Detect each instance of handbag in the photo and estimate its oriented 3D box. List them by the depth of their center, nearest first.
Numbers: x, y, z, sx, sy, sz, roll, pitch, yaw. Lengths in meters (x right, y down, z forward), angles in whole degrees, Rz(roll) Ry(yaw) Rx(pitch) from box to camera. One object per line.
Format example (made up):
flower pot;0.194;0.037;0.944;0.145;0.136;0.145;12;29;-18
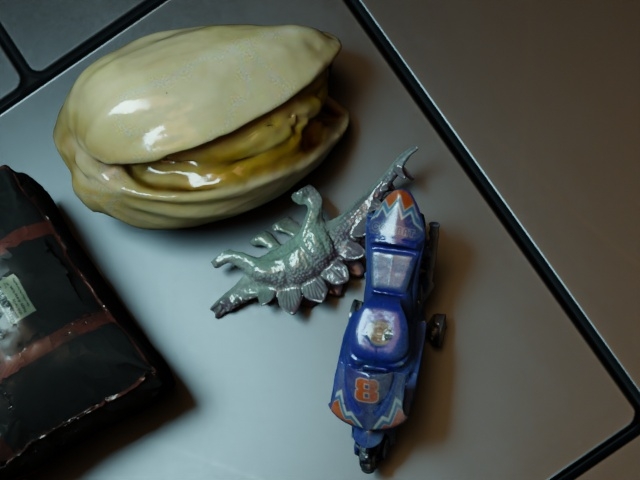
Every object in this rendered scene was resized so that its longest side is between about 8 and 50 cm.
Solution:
handbag;-0.237;0.070;1.489;0.169;0.155;0.215;-36;77;2

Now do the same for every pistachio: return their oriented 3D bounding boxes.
pistachio;-0.088;-0.093;1.515;0.229;0.157;0.157;-17;77;-9

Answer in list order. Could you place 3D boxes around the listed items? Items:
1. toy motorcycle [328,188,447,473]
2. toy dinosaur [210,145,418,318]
toy motorcycle;0.049;0.070;1.472;0.076;0.114;0.205;9;81;10
toy dinosaur;0.001;0.000;1.528;0.209;0.039;0.082;-40;80;10
